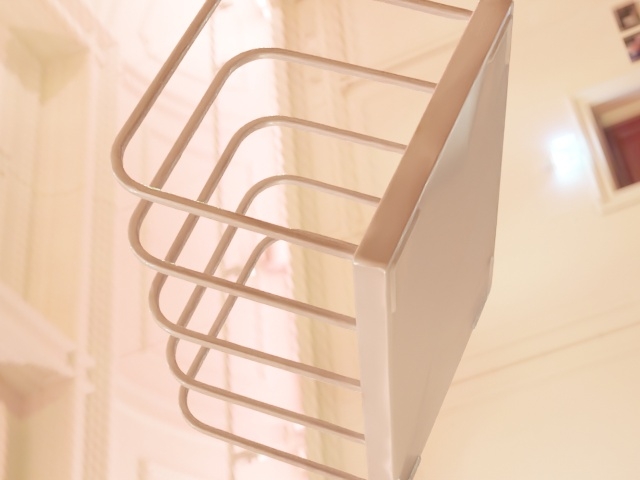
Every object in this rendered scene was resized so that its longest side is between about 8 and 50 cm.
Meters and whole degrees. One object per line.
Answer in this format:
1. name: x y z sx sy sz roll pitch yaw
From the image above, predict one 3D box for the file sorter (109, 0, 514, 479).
1. file sorter: 0.000 0.000 0.777 0.277 0.173 0.193 85 -153 -54
